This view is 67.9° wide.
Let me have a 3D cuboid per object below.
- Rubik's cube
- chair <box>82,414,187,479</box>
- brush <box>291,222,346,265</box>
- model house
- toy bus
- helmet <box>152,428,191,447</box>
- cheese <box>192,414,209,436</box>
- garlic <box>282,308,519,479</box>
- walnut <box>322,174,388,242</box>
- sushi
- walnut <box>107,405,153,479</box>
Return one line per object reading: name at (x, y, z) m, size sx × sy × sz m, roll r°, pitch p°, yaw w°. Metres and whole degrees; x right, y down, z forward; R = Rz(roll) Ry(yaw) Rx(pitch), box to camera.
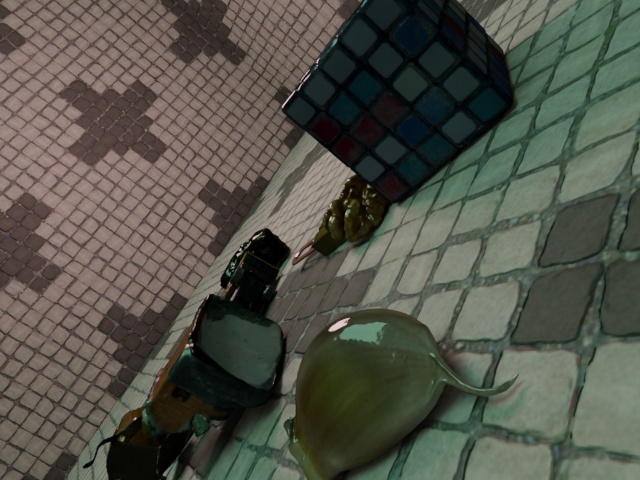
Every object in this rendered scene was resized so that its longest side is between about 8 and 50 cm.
Rubik's cube at (0.148, -0.304, 0.893) m, size 0.292 × 0.286 × 0.293 m, roll -40°, pitch 18°, yaw 39°
chair at (-0.354, 0.440, 0.949) m, size 0.213 × 0.148 × 0.175 m, roll -82°, pitch 2°, yaw -77°
brush at (0.000, 0.000, 1.125) m, size 0.233 × 0.047 × 0.103 m, roll -40°, pitch 19°, yaw 45°
model house at (-0.225, 0.273, 0.893) m, size 0.291 × 0.184 × 0.253 m, roll -50°, pitch 15°, yaw 12°
toy bus at (-0.213, 0.180, 1.216) m, size 0.123 × 0.121 × 0.336 m, roll -50°, pitch 13°, yaw 40°
helmet at (-0.335, 0.430, 1.094) m, size 0.057 × 0.089 × 0.111 m, roll 93°, pitch -168°, yaw -81°
cheese at (-0.278, 0.361, 1.033) m, size 0.026 × 0.121 × 0.067 m, roll -4°, pitch -31°, yaw -47°
garlic at (0.066, 0.136, 0.503) m, size 0.128 × 0.149 × 0.266 m, roll -12°, pitch -28°, yaw -49°
walnut at (0.071, -0.075, 0.970) m, size 0.142 × 0.069 × 0.170 m, roll 3°, pitch 51°, yaw 40°
sushi at (-0.202, 0.071, 1.429) m, size 0.225 × 0.127 × 0.124 m, roll -51°, pitch 13°, yaw 1°
walnut at (-0.456, 0.510, 1.181) m, size 0.137 × 0.137 × 0.245 m, roll -48°, pitch 24°, yaw 18°
